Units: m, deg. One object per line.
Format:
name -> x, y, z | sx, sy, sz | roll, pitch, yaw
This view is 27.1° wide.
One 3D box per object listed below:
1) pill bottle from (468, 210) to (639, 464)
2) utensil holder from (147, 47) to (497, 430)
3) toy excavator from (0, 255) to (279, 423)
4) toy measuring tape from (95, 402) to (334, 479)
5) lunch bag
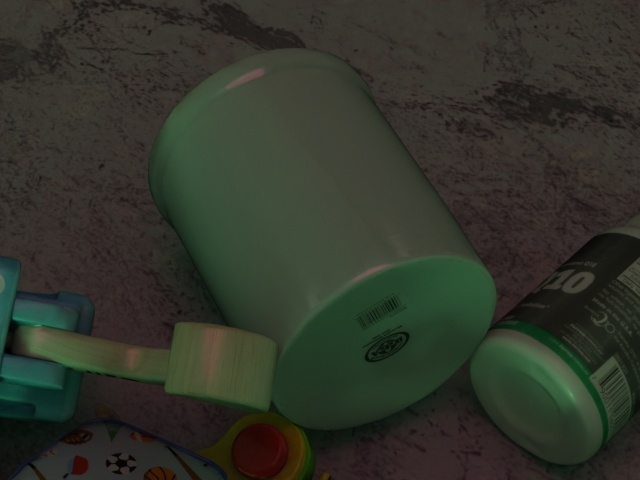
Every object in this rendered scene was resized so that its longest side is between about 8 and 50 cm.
pill bottle -> 0.381, 0.110, 1.737 | 0.204, 0.204, 0.361 | 40, 58, 22
utensil holder -> 0.000, 0.000, 1.681 | 0.328, 0.327, 0.385 | -18, 51, -18
toy excavator -> -0.310, 0.126, 1.552 | 0.445, 0.433, 0.222 | 11, 76, -17
toy measuring tape -> -0.118, 0.245, 1.642 | 0.330, 0.121, 0.121 | 23, 53, 21
lunch bag -> -0.249, 0.340, 1.498 | 0.243, 0.115, 0.303 | 22, 35, 18
